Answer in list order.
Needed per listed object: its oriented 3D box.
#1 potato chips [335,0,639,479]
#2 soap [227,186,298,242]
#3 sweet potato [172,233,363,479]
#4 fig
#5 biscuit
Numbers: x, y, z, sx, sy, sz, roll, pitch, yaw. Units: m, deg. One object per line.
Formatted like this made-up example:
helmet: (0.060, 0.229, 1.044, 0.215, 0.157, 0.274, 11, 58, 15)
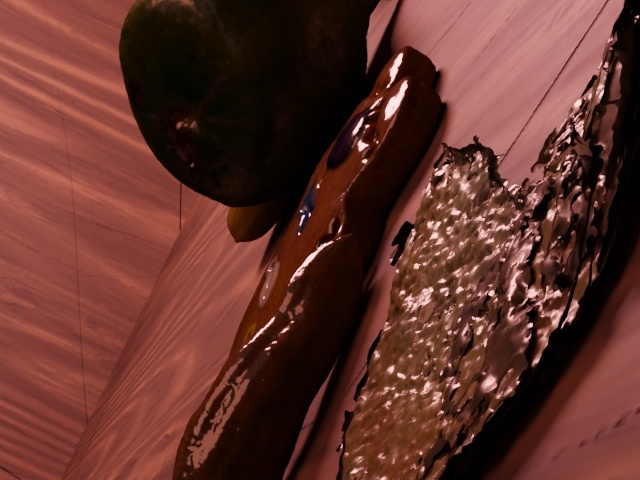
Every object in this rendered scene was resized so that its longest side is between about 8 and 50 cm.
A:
potato chips: (0.057, 0.004, 0.455, 0.220, 0.029, 0.202, 123, 169, -50)
soap: (-0.039, -0.058, 1.137, 0.089, 0.045, 0.140, -49, 15, 48)
sweet potato: (-0.026, 0.074, 0.638, 0.182, 0.054, 0.053, -62, 17, -10)
fig: (-0.030, -0.150, 1.056, 0.235, 0.203, 0.203, -31, -16, -42)
biscuit: (0.000, 0.000, 0.772, 0.236, 0.039, 0.180, -62, 9, 18)
